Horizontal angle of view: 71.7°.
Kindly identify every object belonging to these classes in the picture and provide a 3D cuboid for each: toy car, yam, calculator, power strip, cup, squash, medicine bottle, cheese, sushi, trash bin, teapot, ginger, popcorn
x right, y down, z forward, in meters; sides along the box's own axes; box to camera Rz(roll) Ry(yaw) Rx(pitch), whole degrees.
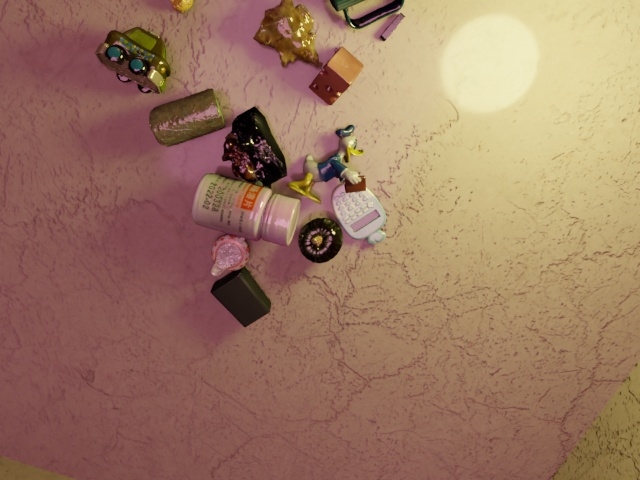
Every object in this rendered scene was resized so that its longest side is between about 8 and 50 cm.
[{"bbox_3d":[-0.666,-0.682,1.630,0.248,0.204,0.198,26,82,-10],"label":"toy car"},{"bbox_3d":[-0.500,-0.469,1.695,0.268,0.161,0.161,-17,107,6],"label":"yam"},{"bbox_3d":[0.168,-0.112,1.877,0.188,0.042,0.302,-33,105,8],"label":"calculator"},{"bbox_3d":[0.270,-0.800,1.661,0.029,0.038,0.111,40,102,-11],"label":"power strip"},{"bbox_3d":[0.150,-0.944,1.537,0.292,0.308,0.242,-21,74,7],"label":"cup"},{"bbox_3d":[0.002,0.000,1.855,0.194,0.156,0.193,1,85,-12],"label":"squash"},{"bbox_3d":[-0.288,-0.117,1.752,0.389,0.219,0.219,16,107,5],"label":"medicine bottle"},{"bbox_3d":[0.058,-0.615,1.643,0.128,0.177,0.203,40,103,-12],"label":"cheese"},{"bbox_3d":[-0.272,-0.348,1.729,0.213,0.215,0.227,-25,127,12],"label":"sushi"},{"bbox_3d":[-0.343,0.247,1.954,0.165,0.115,0.225,-33,109,8],"label":"trash bin"},{"bbox_3d":[-0.374,0.041,1.886,0.159,0.116,0.245,35,107,2],"label":"teapot"},{"bbox_3d":[-0.096,-0.747,1.633,0.270,0.123,0.218,31,108,-20],"label":"ginger"},{"bbox_3d":[-0.504,-0.861,1.619,0.084,0.084,0.084,0,108,-1],"label":"popcorn"}]

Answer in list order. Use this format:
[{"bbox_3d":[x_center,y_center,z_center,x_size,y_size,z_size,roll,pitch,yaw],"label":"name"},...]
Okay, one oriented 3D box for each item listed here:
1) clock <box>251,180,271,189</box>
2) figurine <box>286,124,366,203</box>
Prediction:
[{"bbox_3d":[-0.246,-0.226,1.848,0.085,0.017,0.085,0,107,-1],"label":"clock"},{"bbox_3d":[0.067,-0.299,1.744,0.284,0.204,0.338,25,93,18],"label":"figurine"}]
